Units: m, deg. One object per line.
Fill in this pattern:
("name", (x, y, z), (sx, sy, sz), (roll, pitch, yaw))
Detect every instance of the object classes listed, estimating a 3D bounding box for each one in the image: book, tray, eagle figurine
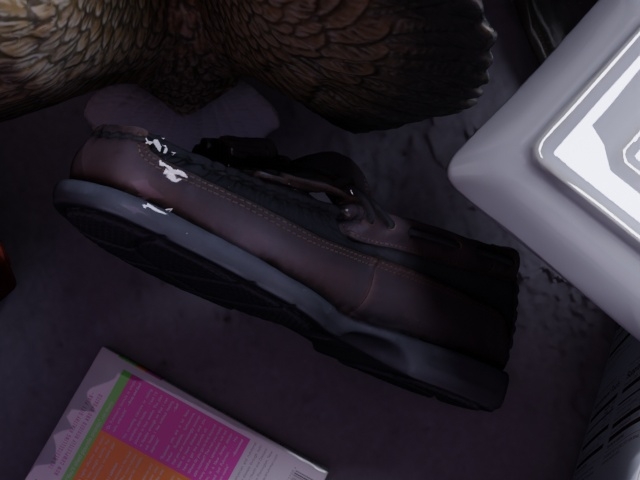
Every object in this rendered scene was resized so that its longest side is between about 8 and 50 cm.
("book", (-0.081, 0.134, 0.771), (0.144, 0.035, 0.096), (30, 87, 2))
("tray", (0.200, 0.002, 0.600), (0.270, 0.030, 0.145), (40, 75, 12))
("eagle figurine", (-0.065, -0.116, 0.619), (0.226, 0.298, 0.225), (-42, 112, 17))

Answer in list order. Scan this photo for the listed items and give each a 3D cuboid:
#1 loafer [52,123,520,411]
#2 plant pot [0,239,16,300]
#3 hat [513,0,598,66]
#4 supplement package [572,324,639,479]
("loafer", (0.000, 0.000, 0.670), (0.109, 0.302, 0.095), (11, 77, 43))
("plant pot", (-0.295, -0.014, 0.681), (0.235, 0.267, 0.267), (-25, 88, -13))
("hat", (0.245, -0.181, 0.712), (0.331, 0.134, 0.331), (0, 90, 3))
("supplement package", (0.247, 0.074, 0.673), (0.194, 0.149, 0.203), (21, 71, 3))
